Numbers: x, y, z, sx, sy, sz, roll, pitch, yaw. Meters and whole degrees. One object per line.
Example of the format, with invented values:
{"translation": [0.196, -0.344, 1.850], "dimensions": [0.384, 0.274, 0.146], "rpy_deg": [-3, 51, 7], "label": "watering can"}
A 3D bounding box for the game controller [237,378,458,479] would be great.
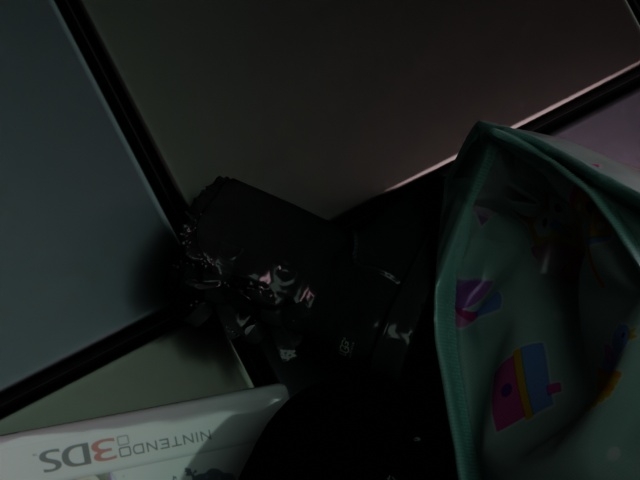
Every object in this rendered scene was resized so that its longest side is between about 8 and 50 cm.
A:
{"translation": [0.086, 0.191, 0.646], "dimensions": [0.319, 0.067, 0.166], "rpy_deg": [36, 64, -16], "label": "game controller"}

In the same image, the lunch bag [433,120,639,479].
{"translation": [0.166, 0.077, 0.634], "dimensions": [0.223, 0.160, 0.262], "rpy_deg": [12, 50, -34], "label": "lunch bag"}

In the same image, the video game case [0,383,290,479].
{"translation": [-0.064, 0.143, 0.636], "dimensions": [0.143, 0.019, 0.157], "rpy_deg": [-9, 82, -23], "label": "video game case"}

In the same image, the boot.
{"translation": [0.000, 0.000, 0.676], "dimensions": [0.099, 0.045, 0.121], "rpy_deg": [21, 42, 5], "label": "boot"}
